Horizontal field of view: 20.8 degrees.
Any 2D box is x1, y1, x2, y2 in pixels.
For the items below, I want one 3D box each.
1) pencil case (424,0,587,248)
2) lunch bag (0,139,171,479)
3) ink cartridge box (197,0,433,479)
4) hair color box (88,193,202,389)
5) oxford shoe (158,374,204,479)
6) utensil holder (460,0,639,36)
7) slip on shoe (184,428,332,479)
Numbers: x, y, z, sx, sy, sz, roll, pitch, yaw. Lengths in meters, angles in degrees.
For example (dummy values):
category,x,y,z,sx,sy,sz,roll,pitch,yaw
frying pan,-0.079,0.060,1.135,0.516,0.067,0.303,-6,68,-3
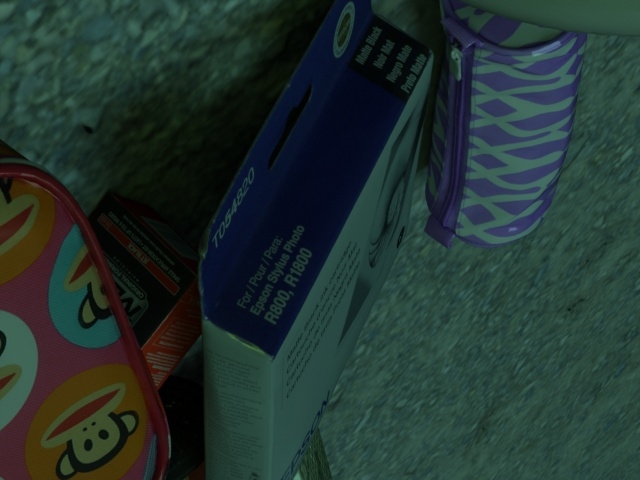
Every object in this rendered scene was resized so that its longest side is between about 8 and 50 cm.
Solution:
category,x,y,z,sx,sy,sz,roll,pitch,yaw
pencil case,0.103,-0.079,1.012,0.088,0.086,0.206,-45,155,-24
lunch bag,-0.202,0.107,0.701,0.293,0.120,0.258,-35,134,-21
ink cartridge box,0.000,0.000,0.910,0.224,0.045,0.223,92,21,-53
hair color box,-0.116,0.054,0.881,0.141,0.072,0.043,-53,154,9
oxford shoe,-0.155,0.146,0.946,0.227,0.083,0.096,-27,152,-13
utensil holder,0.038,-0.257,0.411,0.328,0.327,0.385,-52,152,8
slip on shoe,-0.041,0.179,1.147,0.101,0.123,0.331,-13,157,3
